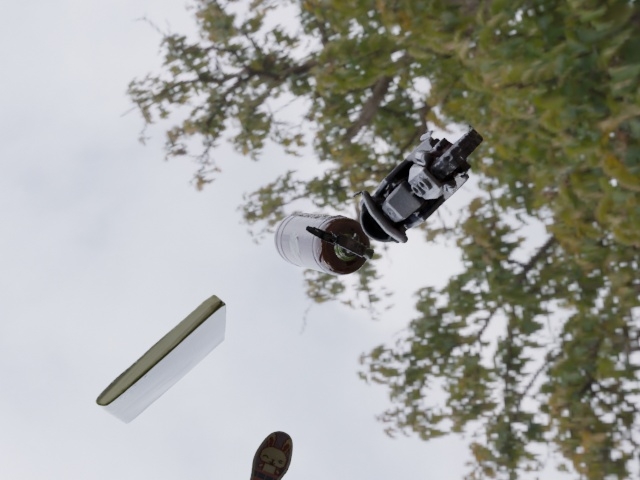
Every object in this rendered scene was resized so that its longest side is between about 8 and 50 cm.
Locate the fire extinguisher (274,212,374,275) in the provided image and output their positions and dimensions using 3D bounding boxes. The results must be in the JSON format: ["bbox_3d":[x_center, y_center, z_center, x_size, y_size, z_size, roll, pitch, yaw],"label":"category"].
[{"bbox_3d":[0.000,0.000,1.587,0.138,0.344,0.102,23,-95,-19],"label":"fire extinguisher"}]

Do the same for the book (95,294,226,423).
[{"bbox_3d":[-0.253,0.205,1.509,0.239,0.352,0.035,-43,-97,-15],"label":"book"}]

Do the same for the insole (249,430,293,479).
[{"bbox_3d":[-0.095,0.407,1.581,0.065,0.004,0.197,24,-135,1],"label":"insole"}]

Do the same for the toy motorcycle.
[{"bbox_3d":[0.102,-0.060,0.996,0.080,0.215,0.122,46,-103,0],"label":"toy motorcycle"}]
